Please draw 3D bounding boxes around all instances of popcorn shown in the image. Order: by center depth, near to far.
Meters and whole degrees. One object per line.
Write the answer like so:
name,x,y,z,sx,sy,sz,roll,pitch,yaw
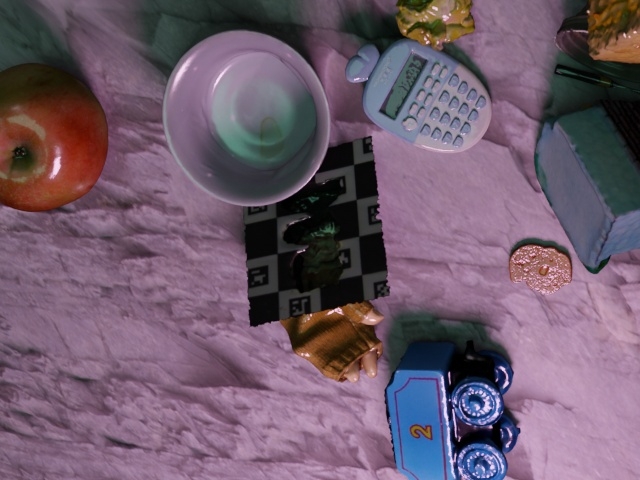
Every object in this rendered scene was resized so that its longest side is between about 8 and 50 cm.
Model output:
popcorn,0.216,-0.427,1.805,0.145,0.126,0.126,-20,110,-5

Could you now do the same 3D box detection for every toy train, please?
toy train,0.272,0.364,2.010,0.265,0.188,0.300,-2,108,21

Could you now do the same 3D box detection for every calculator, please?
calculator,0.193,-0.287,1.876,0.302,0.042,0.188,30,102,-1

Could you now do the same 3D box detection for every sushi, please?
sushi,0.000,0.000,1.948,0.296,0.100,0.373,-14,59,14

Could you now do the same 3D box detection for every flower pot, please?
flower pot,0.545,-0.382,1.698,0.235,0.235,0.141,19,89,9

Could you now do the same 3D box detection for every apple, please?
apple,-0.608,-0.211,2.016,0.319,0.277,0.319,4,108,12

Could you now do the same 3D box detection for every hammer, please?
hammer,0.537,-0.294,1.791,0.201,0.078,0.021,19,109,15

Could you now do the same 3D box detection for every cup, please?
cup,-0.130,-0.254,1.930,0.347,0.163,0.347,4,106,14

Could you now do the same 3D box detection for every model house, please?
model house,0.573,-0.123,1.768,0.248,0.230,0.280,-17,62,-8

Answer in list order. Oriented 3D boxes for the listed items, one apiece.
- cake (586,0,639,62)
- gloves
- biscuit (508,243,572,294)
cake,0.558,-0.435,1.485,0.227,0.222,0.286,2,85,-13
gloves,0.004,0.149,2.026,0.203,0.155,0.356,-43,74,15
biscuit,0.449,0.056,1.948,0.130,0.019,0.102,16,110,11
